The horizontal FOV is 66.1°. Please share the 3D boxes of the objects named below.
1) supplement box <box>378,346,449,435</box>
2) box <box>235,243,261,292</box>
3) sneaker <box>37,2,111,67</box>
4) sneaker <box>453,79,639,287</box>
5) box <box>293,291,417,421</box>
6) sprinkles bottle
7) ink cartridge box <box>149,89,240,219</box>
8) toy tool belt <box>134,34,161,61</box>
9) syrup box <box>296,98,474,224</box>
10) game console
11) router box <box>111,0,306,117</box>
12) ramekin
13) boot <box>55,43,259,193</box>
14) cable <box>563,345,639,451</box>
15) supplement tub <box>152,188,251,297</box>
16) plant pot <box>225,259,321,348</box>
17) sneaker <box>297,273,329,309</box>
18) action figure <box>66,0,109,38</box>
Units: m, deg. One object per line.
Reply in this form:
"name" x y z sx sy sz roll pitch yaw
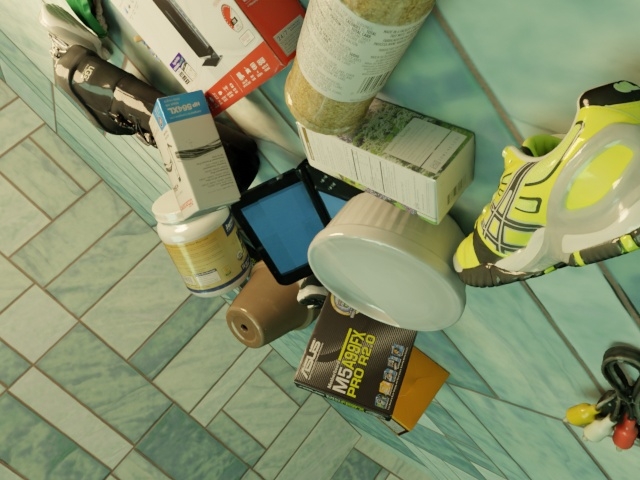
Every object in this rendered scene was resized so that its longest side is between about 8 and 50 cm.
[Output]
"supplement box" 0.240 0.431 1.401 0.129 0.191 0.194 37 158 14
"box" -0.238 0.149 1.840 0.395 0.097 0.318 35 159 15
"sneaker" -0.571 -0.439 1.133 0.105 0.115 0.281 40 178 -5
"sneaker" 0.261 -0.039 0.561 0.384 0.145 0.147 127 126 -72
"box" 0.091 0.225 1.078 0.216 0.270 0.060 18 154 14
"sprinkles bottle" 0.047 -0.239 0.507 0.121 0.121 0.355 42 160 0
"ink cartridge box" -0.235 -0.150 0.908 0.148 0.086 0.203 -12 98 64
"toy tool belt" -0.332 -0.388 0.997 0.083 0.051 0.052 50 158 -22
"syrup box" 0.088 -0.127 0.699 0.237 0.093 0.096 29 157 31
"game console" 0.000 0.000 1.002 0.250 0.173 0.293 25 154 39
"router box" -0.192 -0.361 0.752 0.301 0.082 0.335 50 159 -20
"ramekin" 0.124 0.030 0.836 0.273 0.127 0.273 22 150 13
"boot" -0.344 -0.256 1.183 0.445 0.146 0.367 26 179 4
"cable" 0.496 0.277 0.804 0.139 0.072 0.287 24 153 28
"supplement tub" -0.368 -0.004 1.539 0.228 0.228 0.316 21 139 44
"plant pot" -0.162 0.205 1.507 0.263 0.229 0.263 21 130 28
"sneaker" 0.002 0.121 1.276 0.100 0.108 0.271 -8 164 6
"action figure" -0.512 -0.517 1.049 0.137 0.063 0.232 37 166 10
